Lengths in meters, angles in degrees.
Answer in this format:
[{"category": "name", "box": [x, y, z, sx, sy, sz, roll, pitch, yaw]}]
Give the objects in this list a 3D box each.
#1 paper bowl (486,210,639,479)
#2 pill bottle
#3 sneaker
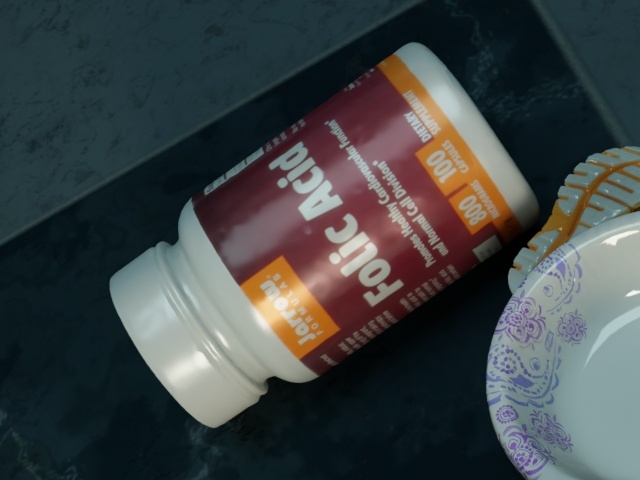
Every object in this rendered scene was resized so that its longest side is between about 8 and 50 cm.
[{"category": "paper bowl", "box": [0.292, 0.124, 1.082, 0.284, 0.148, 0.284, -18, 48, 21]}, {"category": "pill bottle", "box": [0.000, 0.000, 1.310, 0.392, 0.224, 0.224, -36, 45, 4]}, {"category": "sneaker", "box": [0.261, -0.004, 1.252, 0.215, 0.083, 0.084, -46, 45, -14]}]
